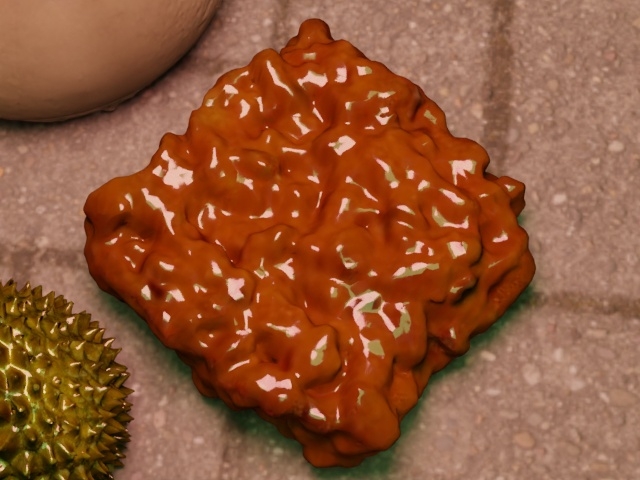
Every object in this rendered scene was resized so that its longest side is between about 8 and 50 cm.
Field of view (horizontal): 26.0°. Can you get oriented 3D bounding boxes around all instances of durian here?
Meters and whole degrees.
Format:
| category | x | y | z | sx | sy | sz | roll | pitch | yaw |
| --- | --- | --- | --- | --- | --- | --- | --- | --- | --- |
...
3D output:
| category | x | y | z | sx | sy | sz | roll | pitch | yaw |
| --- | --- | --- | --- | --- | --- | --- | --- | --- | --- |
| durian | -0.261 | 0.126 | 1.077 | 0.237 | 0.176 | 0.200 | 19 | 90 | -4 |

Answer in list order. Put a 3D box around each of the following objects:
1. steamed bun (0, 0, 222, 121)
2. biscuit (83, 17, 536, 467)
| category | x | y | z | sx | sy | sz | roll | pitch | yaw |
| --- | --- | --- | --- | --- | --- | --- | --- | --- | --- |
| steamed bun | -0.253 | -0.299 | 1.202 | 0.374 | 0.241 | 0.374 | 1 | 68 | -2 |
| biscuit | 0.000 | 0.000 | 1.150 | 0.318 | 0.110 | 0.312 | 40 | 73 | 14 |
